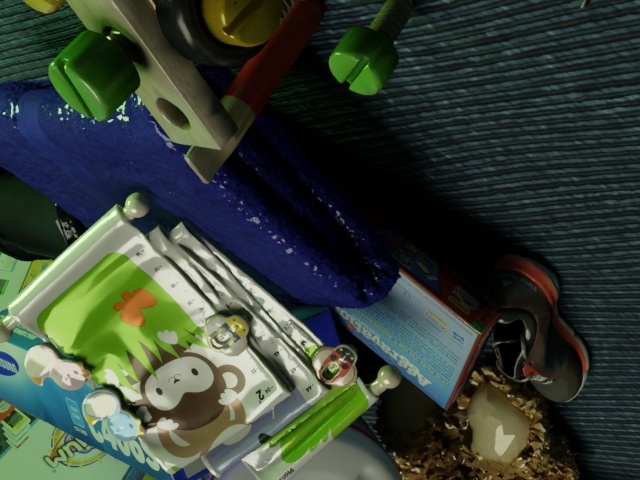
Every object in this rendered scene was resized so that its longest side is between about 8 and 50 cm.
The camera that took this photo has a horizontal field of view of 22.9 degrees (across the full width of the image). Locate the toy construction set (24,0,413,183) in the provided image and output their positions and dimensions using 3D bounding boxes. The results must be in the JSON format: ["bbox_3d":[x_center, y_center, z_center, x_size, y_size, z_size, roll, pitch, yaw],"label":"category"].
[{"bbox_3d":[-0.070,-0.129,0.794,0.257,0.237,0.309,20,153,23],"label":"toy construction set"}]

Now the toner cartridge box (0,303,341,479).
[{"bbox_3d":[-0.139,0.094,1.274,0.348,0.165,0.075,10,121,56],"label":"toner cartridge box"}]

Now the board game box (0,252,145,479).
[{"bbox_3d":[-0.288,0.117,1.475,0.317,0.242,0.064,28,156,9],"label":"board game box"}]

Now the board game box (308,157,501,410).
[{"bbox_3d":[0.000,0.000,1.127,0.281,0.027,0.145,39,155,13],"label":"board game box"}]

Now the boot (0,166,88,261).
[{"bbox_3d":[-0.256,-0.053,1.299,0.207,0.094,0.246,7,152,48],"label":"boot"}]

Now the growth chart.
[{"bbox_3d":[-0.089,0.080,1.057,0.237,0.021,0.172,37,110,-10],"label":"growth chart"}]

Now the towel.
[{"bbox_3d":[-0.101,-0.044,1.093,0.228,0.076,0.308,41,160,-28],"label":"towel"}]

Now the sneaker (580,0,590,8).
[{"bbox_3d":[0.110,-0.187,0.661,0.051,0.089,0.170,20,152,24],"label":"sneaker"}]

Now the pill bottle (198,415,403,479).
[{"bbox_3d":[-0.037,0.183,1.303,0.160,0.160,0.283,41,-178,-18],"label":"pill bottle"}]

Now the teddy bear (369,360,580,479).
[{"bbox_3d":[0.162,0.214,1.330,0.245,0.113,0.338,-12,123,47],"label":"teddy bear"}]

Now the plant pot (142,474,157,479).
[{"bbox_3d":[-0.232,0.307,1.776,0.239,0.254,0.254,48,154,0],"label":"plant pot"}]

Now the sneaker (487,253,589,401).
[{"bbox_3d":[0.144,0.077,1.122,0.061,0.065,0.158,12,147,34],"label":"sneaker"}]
